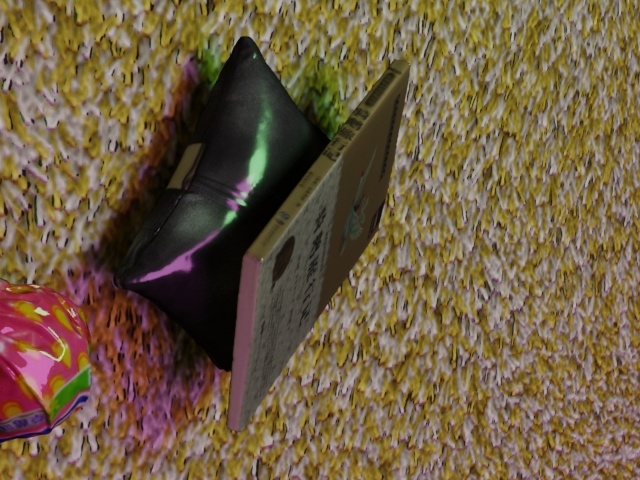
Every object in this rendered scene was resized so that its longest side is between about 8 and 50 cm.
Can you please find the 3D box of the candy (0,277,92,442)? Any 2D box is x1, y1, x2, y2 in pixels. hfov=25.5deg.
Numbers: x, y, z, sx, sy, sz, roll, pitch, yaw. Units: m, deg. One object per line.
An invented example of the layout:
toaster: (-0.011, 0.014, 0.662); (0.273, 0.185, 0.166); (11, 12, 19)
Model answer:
candy: (-0.277, -0.015, 1.045); (0.124, 0.124, 0.365); (-36, 114, -36)

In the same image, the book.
book: (0.000, 0.000, 1.274); (0.310, 0.021, 0.217); (-54, 160, -44)

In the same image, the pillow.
pillow: (-0.072, -0.028, 1.242); (0.186, 0.106, 0.250); (46, 64, -51)
